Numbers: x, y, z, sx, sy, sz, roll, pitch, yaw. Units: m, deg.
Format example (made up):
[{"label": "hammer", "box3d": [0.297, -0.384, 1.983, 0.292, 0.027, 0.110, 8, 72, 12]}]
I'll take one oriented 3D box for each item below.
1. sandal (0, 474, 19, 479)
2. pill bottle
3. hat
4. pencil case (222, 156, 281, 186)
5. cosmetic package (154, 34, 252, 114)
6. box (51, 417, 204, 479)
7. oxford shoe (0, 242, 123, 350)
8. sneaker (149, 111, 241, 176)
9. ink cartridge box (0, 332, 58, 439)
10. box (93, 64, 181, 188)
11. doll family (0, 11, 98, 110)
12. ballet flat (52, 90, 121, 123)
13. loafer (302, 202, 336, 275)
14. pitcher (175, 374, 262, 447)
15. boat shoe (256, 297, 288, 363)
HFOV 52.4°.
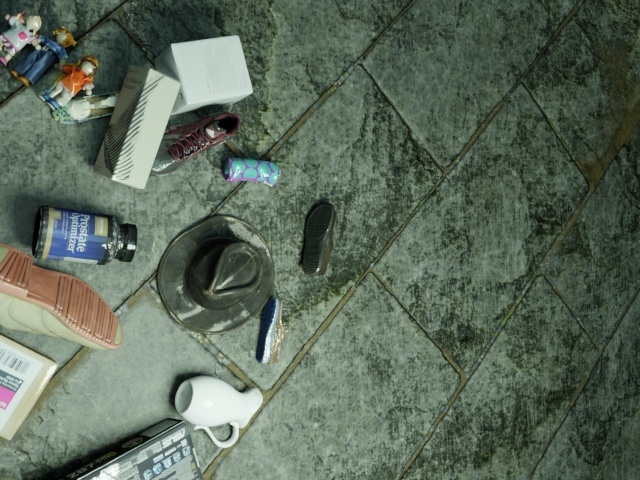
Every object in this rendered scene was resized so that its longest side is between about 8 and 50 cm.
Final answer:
[{"label": "sandal", "box3d": [-0.644, 0.623, 1.477, 0.303, 0.086, 0.120, 46, 55, -22]}, {"label": "pill bottle", "box3d": [-0.549, -0.007, 1.523, 0.219, 0.123, 0.123, 8, 85, -29]}, {"label": "hat", "box3d": [-0.243, 0.094, 1.688, 0.331, 0.134, 0.331, 0, 89, -30]}, {"label": "pencil case", "box3d": [-0.187, -0.186, 1.763, 0.152, 0.064, 0.070, 4, 71, -29]}, {"label": "cosmetic package", "box3d": [-0.298, -0.418, 1.656, 0.184, 0.151, 0.151, -18, 97, -30]}, {"label": "box", "box3d": [-0.451, 0.649, 1.529, 0.395, 0.097, 0.318, -22, 98, -44]}, {"label": "oxford shoe", "box3d": [-0.635, 0.152, 1.489, 0.146, 0.140, 0.397, -35, 125, 20]}, {"label": "sneaker", "box3d": [-0.318, -0.259, 1.634, 0.281, 0.162, 0.106, -36, 106, -25]}, {"label": "ink cartridge box", "box3d": [-0.737, 0.299, 1.431, 0.235, 0.088, 0.193, 35, 72, -25]}, {"label": "box", "box3d": [-0.439, -0.271, 1.556, 0.094, 0.113, 0.275, 17, 92, -46]}, {"label": "doll family", "box3d": [-0.619, -0.411, 1.510, 0.263, 0.118, 0.163, 40, 77, 1]}, {"label": "ballet flat", "box3d": [-0.545, -0.325, 1.565, 0.188, 0.070, 0.070, -21, 99, -28]}, {"label": "loafer", "box3d": [0.000, 0.000, 1.869, 0.078, 0.080, 0.220, 32, 70, -59]}, {"label": "pitcher", "box3d": [-0.274, 0.443, 1.678, 0.207, 0.125, 0.177, 24, 88, -39]}, {"label": "boat shoe", "box3d": [-0.128, 0.248, 1.793, 0.066, 0.066, 0.183, 11, 93, -34]}]
